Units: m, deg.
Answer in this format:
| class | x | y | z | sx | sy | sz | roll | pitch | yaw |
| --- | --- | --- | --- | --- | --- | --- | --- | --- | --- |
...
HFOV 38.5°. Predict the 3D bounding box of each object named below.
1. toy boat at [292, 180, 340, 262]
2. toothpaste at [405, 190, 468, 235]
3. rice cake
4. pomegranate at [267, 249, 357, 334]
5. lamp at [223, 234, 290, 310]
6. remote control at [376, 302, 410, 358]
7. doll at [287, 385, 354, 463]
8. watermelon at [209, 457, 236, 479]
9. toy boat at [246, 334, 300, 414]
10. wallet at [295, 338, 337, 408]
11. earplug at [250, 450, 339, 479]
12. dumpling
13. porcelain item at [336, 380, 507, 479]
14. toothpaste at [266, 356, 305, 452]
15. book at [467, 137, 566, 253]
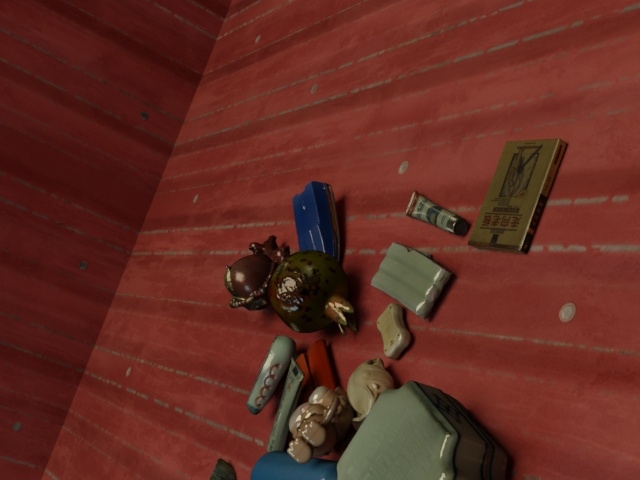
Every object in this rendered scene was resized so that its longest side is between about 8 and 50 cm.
| class | x | y | z | sx | sy | sz | roll | pitch | yaw |
| --- | --- | --- | --- | --- | --- | --- | --- | --- | --- |
| toy boat | 0.000 | 0.000 | 2.329 | 0.129 | 0.088 | 0.295 | -40 | 46 | 38 |
| toothpaste | 0.246 | -0.056 | 1.978 | 0.062 | 0.039 | 0.239 | -69 | 24 | 7 |
| rice cake | 0.193 | 0.079 | 1.946 | 0.127 | 0.043 | 0.237 | -63 | 27 | 5 |
| pomegranate | -0.011 | 0.140 | 2.139 | 0.246 | 0.198 | 0.198 | 51 | 120 | 17 |
| lamp | -0.170 | 0.102 | 2.491 | 0.223 | 0.151 | 0.215 | -26 | 25 | -21 |
| remote control | 0.155 | 0.190 | 1.930 | 0.074 | 0.032 | 0.122 | -54 | 29 | 29 |
| doll | 0.000 | 0.375 | 1.860 | 0.154 | 0.119 | 0.278 | -50 | -6 | -1 |
| watermelon | -0.252 | 0.618 | 2.264 | 0.094 | 0.081 | 0.180 | -60 | 6 | 46 |
| toy boat | -0.111 | 0.329 | 2.236 | 0.208 | 0.078 | 0.134 | -66 | -5 | 14 |
| wallet | -0.017 | 0.338 | 2.099 | 0.142 | 0.045 | 0.204 | -54 | 28 | 24 |
| earplug | -0.018 | 0.504 | 1.881 | 0.273 | 0.132 | 0.133 | -13 | 56 | 53 |
| dumpling | 0.093 | 0.325 | 1.860 | 0.169 | 0.099 | 0.134 | -115 | 43 | -59 |
| porcelain item | 0.170 | 0.415 | 1.577 | 0.286 | 0.157 | 0.281 | -60 | 29 | 8 |
| toothpaste | -0.081 | 0.395 | 2.090 | 0.069 | 0.047 | 0.269 | -69 | -7 | -66 |
| book | 0.379 | -0.088 | 1.777 | 0.161 | 0.026 | 0.231 | 7 | 74 | 62 |
